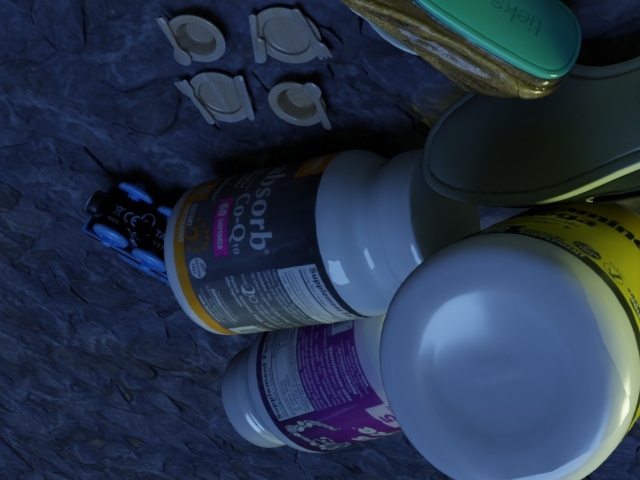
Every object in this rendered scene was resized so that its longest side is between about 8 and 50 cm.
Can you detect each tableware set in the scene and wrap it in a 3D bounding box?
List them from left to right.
[{"bbox_3d":[-0.064,-0.154,1.024,0.168,0.020,0.141,4,142,21],"label":"tableware set"}]

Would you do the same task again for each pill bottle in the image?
[{"bbox_3d":[0.000,0.000,1.078,0.278,0.162,0.162,-11,135,35],"label":"pill bottle"},{"bbox_3d":[0.026,0.141,1.245,0.169,0.169,0.301,37,141,-23],"label":"pill bottle"},{"bbox_3d":[0.194,0.065,0.919,0.188,0.334,0.188,5,101,26],"label":"pill bottle"}]

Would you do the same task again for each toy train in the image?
[{"bbox_3d":[-0.170,0.005,1.225,0.184,0.080,0.105,28,163,2],"label":"toy train"}]

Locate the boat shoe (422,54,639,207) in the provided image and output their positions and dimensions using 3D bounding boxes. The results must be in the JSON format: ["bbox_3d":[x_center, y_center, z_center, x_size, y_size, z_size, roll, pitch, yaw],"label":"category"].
[{"bbox_3d":[0.241,-0.087,0.890,0.340,0.127,0.113,-19,151,38],"label":"boat shoe"}]

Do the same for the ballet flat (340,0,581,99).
[{"bbox_3d":[0.038,-0.210,0.843,0.342,0.116,0.124,30,161,-18],"label":"ballet flat"}]
